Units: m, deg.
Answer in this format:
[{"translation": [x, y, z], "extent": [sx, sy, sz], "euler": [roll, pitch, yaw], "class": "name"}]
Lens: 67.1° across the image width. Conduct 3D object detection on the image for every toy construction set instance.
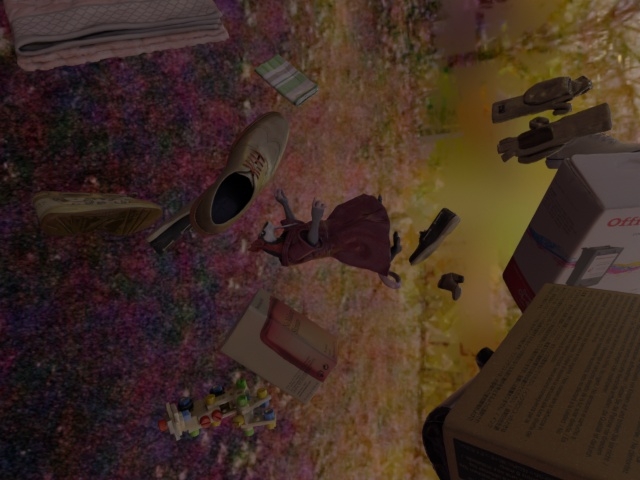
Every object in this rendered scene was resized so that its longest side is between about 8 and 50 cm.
[{"translation": [-0.310, 0.505, 1.400], "extent": [0.327, 0.215, 0.151], "euler": [0, 100, -29], "class": "toy construction set"}]

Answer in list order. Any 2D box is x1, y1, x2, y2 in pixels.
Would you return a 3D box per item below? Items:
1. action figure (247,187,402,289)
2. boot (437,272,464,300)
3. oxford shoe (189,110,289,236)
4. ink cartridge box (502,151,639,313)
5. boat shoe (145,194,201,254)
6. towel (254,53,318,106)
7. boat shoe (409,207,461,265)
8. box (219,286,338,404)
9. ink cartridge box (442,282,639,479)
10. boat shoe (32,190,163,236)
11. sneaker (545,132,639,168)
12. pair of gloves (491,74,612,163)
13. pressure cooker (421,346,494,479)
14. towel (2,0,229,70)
[{"translation": [0.000, 0.000, 1.235], "extent": [0.248, 0.370, 0.276], "euler": [-123, -158, -69], "class": "action figure"}, {"translation": [0.447, 0.160, 1.676], "extent": [0.042, 0.087, 0.118], "euler": [56, 49, -29], "class": "boot"}, {"translation": [-0.179, -0.177, 1.247], "extent": [0.140, 0.146, 0.397], "euler": [35, 73, -24], "class": "oxford shoe"}, {"translation": [0.497, 0.003, 0.862], "extent": [0.306, 0.226, 0.131], "euler": [94, -12, -49], "class": "ink cartridge box"}, {"translation": [-0.405, -0.053, 1.460], "extent": [0.254, 0.095, 0.079], "euler": [-39, 112, -10], "class": "boat shoe"}, {"translation": [-0.088, -0.434, 1.298], "extent": [0.152, 0.023, 0.113], "euler": [40, 51, 1], "class": "towel"}, {"translation": [0.332, -0.010, 1.460], "extent": [0.065, 0.206, 0.075], "euler": [48, 21, 24], "class": "boat shoe"}, {"translation": [-0.087, 0.235, 1.102], "extent": [0.127, 0.232, 0.148], "euler": [-55, -175, 11], "class": "box"}, {"translation": [0.237, 0.131, 0.375], "extent": [0.234, 0.193, 0.088], "euler": [-31, 118, -41], "class": "ink cartridge box"}, {"translation": [-0.492, -0.073, 1.097], "extent": [0.285, 0.104, 0.089], "euler": [-4, 54, -57], "class": "boat shoe"}, {"translation": [0.662, -0.224, 1.162], "extent": [0.094, 0.258, 0.091], "euler": [-23, 107, -33], "class": "sneaker"}, {"translation": [0.452, -0.243, 0.966], "extent": [0.042, 0.204, 0.240], "euler": [51, 33, -31], "class": "pair of gloves"}, {"translation": [0.514, 0.481, 1.220], "extent": [0.420, 0.375, 0.370], "euler": [-27, 101, -24], "class": "pressure cooker"}, {"translation": [-0.361, -0.414, 0.828], "extent": [0.317, 0.331, 0.053], "euler": [58, -24, 34], "class": "towel"}]
